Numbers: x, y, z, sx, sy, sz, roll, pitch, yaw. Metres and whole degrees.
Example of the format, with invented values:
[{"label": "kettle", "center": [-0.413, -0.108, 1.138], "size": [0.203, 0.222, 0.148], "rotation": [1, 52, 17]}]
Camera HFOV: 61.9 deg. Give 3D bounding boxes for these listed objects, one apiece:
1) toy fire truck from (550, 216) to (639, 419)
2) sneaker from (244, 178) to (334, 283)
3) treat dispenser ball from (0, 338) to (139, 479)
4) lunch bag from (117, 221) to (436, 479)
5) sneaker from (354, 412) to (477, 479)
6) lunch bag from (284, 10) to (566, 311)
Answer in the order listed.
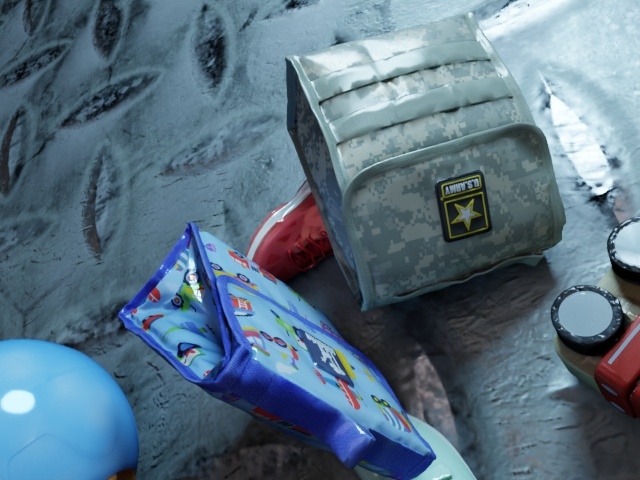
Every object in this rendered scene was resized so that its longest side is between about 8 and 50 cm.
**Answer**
[{"label": "toy fire truck", "center": [0.364, 0.088, 0.448], "size": [0.217, 0.158, 0.246], "rotation": [-49, 45, -2]}, {"label": "sneaker", "center": [0.000, 0.000, 0.689], "size": [0.128, 0.087, 0.221], "rotation": [30, 84, 35]}, {"label": "treat dispenser ball", "center": [-0.363, 0.260, 0.622], "size": [0.289, 0.288, 0.287], "rotation": [-11, 63, 22]}, {"label": "lunch bag", "center": [-0.043, 0.122, 0.507], "size": [0.138, 0.221, 0.293], "rotation": [-54, 30, -5]}, {"label": "sneaker", "center": [0.096, 0.236, 0.490], "size": [0.256, 0.151, 0.094], "rotation": [37, 88, 35]}, {"label": "lunch bag", "center": [0.109, -0.082, 0.596], "size": [0.236, 0.169, 0.286], "rotation": [-17, 69, -10]}]
